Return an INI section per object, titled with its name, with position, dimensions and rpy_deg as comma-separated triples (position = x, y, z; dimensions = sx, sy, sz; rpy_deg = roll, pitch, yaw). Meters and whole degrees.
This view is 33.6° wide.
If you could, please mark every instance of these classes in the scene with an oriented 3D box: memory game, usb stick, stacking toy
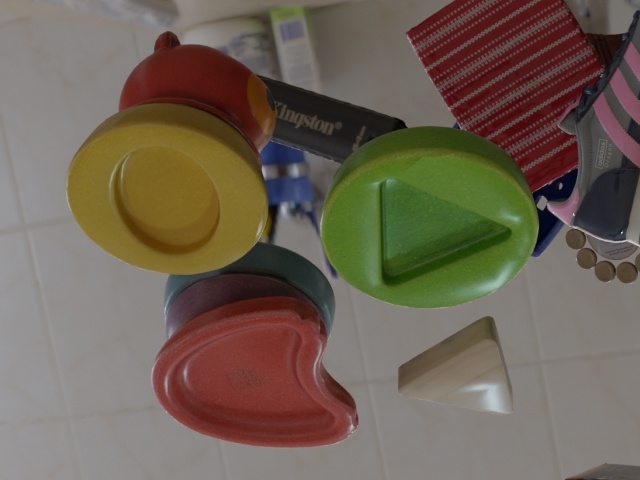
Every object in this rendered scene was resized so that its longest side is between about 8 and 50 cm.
[memory game]
position = 0.480, -0.018, 1.729
dimensions = 0.186, 0.186, 0.012
rpy_deg = -6, -173, 43
[usb stick]
position = -0.024, -0.149, 1.299
dimensions = 0.278, 0.077, 0.045
rpy_deg = 21, 170, 22
[stacking toy]
position = 0.000, 0.000, 0.730
dimensions = 0.279, 0.309, 0.130
rpy_deg = -2, -136, 6

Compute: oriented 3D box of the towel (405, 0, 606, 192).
[towel]
position = 0.263, -0.206, 1.382
dimensions = 0.198, 0.275, 0.031
rpy_deg = -31, -179, 14

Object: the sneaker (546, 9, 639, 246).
[sneaker]
position = 0.320, -0.157, 1.129
dimensions = 0.131, 0.319, 0.112
rpy_deg = 13, -171, 27

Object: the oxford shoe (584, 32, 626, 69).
[oxford shoe]
position = 0.451, -0.262, 1.658
dimensions = 0.348, 0.123, 0.130
rpy_deg = -11, 174, 14

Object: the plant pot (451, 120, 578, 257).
[plant pot]
position = 0.349, -0.138, 2.002
dimensions = 0.235, 0.236, 0.212
rpy_deg = 19, -156, -32

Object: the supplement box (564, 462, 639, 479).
[supplement box]
position = 0.507, 0.430, 1.655
dimensions = 0.194, 0.129, 0.191
rpy_deg = -3, 176, 34
